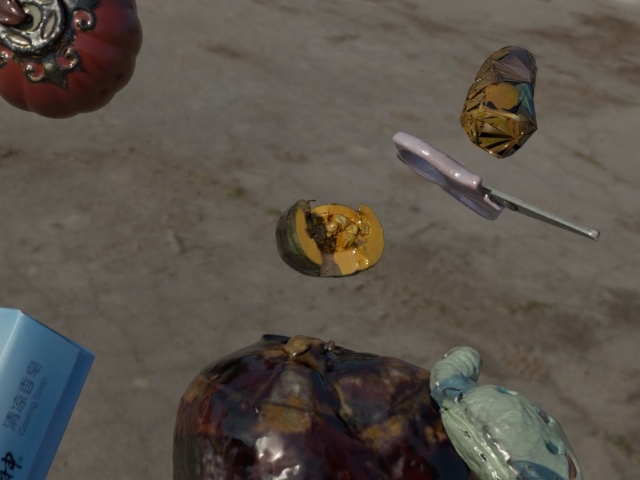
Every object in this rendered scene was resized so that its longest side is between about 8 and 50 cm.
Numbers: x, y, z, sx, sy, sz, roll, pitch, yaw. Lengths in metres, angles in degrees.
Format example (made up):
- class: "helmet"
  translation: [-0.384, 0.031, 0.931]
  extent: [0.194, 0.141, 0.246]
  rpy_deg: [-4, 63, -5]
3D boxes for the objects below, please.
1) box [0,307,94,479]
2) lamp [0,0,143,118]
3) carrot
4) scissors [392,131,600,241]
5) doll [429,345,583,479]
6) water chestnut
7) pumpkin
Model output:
- class: "box"
  translation: [-0.290, 0.122, 0.737]
  extent: [0.232, 0.142, 0.083]
  rpy_deg: [1, -28, 37]
- class: "lamp"
  translation: [-0.347, -0.272, 1.326]
  extent: [0.227, 0.226, 0.227]
  rpy_deg: [9, 24, -4]
- class: "carrot"
  translation: [0.174, -0.138, 0.964]
  extent: [0.069, 0.069, 0.228]
  rpy_deg: [15, 26, 8]
- class: "scissors"
  translation: [0.116, -0.028, 0.657]
  extent: [0.100, 0.015, 0.189]
  rpy_deg: [36, -4, -31]
- class: "doll"
  translation: [0.145, 0.158, 0.768]
  extent: [0.103, 0.071, 0.214]
  rpy_deg: [22, 24, -43]
- class: "water chestnut"
  translation: [0.006, 0.273, 1.054]
  extent: [0.335, 0.346, 0.335]
  rpy_deg: [8, 0, 0]
- class: "pumpkin"
  translation: [0.000, 0.000, 1.534]
  extent: [0.184, 0.119, 0.108]
  rpy_deg: [7, -24, -41]
